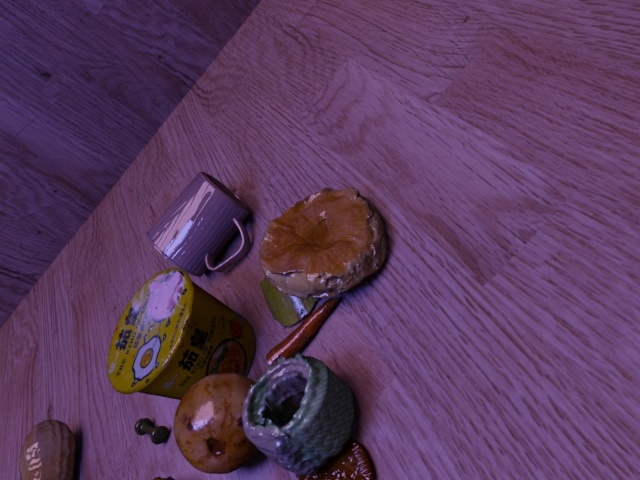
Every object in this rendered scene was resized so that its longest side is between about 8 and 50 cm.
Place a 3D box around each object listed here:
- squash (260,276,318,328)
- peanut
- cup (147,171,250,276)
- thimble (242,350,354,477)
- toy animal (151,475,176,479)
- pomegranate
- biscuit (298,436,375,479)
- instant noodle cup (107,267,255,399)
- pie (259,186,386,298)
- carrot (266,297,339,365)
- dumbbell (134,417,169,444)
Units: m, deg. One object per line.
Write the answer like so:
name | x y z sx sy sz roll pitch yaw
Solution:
squash | -0.085 0.116 1.387 0.191 0.085 0.184 -38 40 23
peanut | -0.839 0.715 1.683 0.174 0.158 0.340 -26 46 2
cup | -0.363 -0.037 1.695 0.273 0.208 0.288 -50 37 4
thimble | -0.047 0.343 1.098 0.218 0.150 0.219 -30 30 20
toy animal | -0.345 0.644 1.220 0.281 0.195 0.169 -121 31 -46
pomegranate | -0.214 0.402 1.231 0.215 0.215 0.216 -27 46 31
biscuit | 0.024 0.469 1.057 0.187 0.027 0.188 -26 47 32
instant noodle cup | -0.340 0.266 1.406 0.325 0.254 0.326 -27 45 31
pie | 0.000 0.000 1.328 0.339 0.083 0.340 -14 46 15
carrot | -0.037 0.211 1.297 0.224 0.057 0.057 -48 38 4
dumbbell | -0.463 0.522 1.512 0.117 0.052 0.046 0 90 47
